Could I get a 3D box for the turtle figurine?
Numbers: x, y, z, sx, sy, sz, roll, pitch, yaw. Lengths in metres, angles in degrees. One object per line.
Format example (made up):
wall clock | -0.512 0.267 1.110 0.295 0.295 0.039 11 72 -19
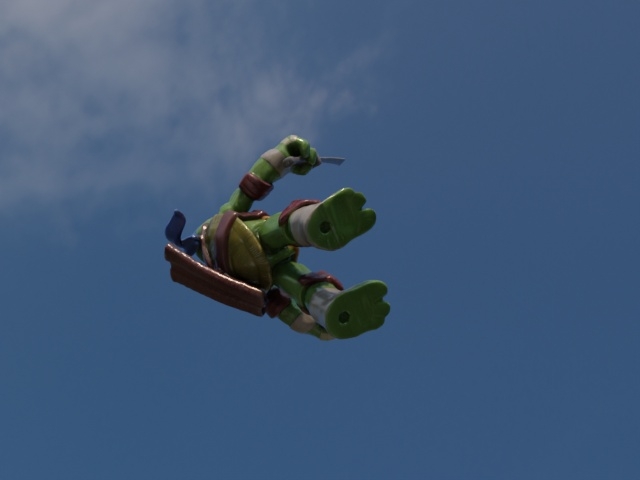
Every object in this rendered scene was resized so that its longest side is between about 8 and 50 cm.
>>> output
turtle figurine | 0.000 0.000 1.206 0.274 0.266 0.198 19 -91 -28
